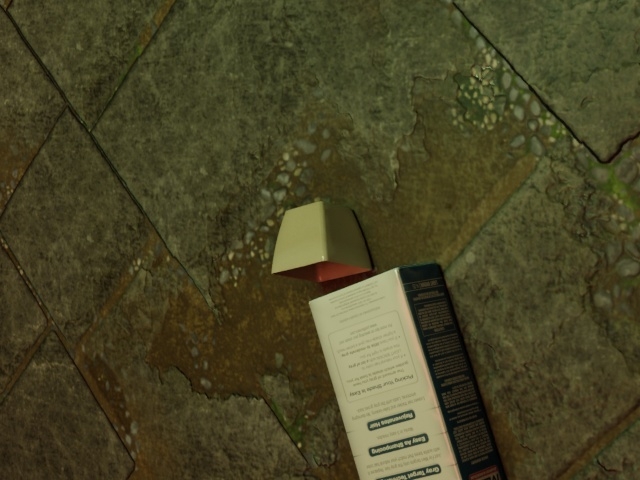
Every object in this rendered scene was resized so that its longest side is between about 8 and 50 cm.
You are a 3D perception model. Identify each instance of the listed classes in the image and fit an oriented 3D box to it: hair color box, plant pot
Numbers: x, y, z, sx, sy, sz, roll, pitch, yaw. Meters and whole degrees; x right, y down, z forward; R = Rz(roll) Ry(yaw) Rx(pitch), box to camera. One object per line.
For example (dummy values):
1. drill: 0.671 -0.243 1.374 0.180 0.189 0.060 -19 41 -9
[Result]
1. hair color box: 0.122 0.221 1.730 0.174 0.105 0.347 -23 79 39
2. plant pot: 0.000 0.000 1.818 0.109 0.109 0.096 -14 73 40
